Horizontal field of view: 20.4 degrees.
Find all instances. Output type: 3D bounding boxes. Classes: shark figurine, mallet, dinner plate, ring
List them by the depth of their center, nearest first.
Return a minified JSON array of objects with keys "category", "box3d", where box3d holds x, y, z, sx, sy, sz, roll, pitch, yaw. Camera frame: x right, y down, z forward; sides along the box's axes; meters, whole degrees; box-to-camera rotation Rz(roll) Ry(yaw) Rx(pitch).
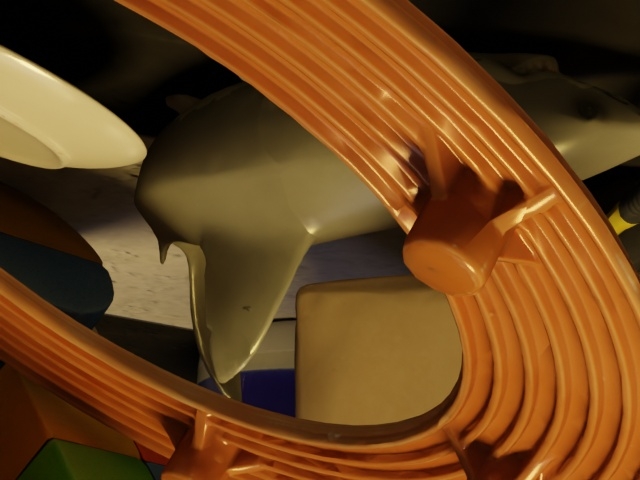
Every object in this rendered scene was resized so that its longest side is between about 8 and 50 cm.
[{"category":"ring","box3d":[-0.062,-0.001,0.514,0.336,0.032,0.336,24,151,14]},{"category":"dinner plate","box3d":[-0.126,-0.051,0.594,0.141,0.017,0.141,22,171,4]},{"category":"mallet","box3d":[0.101,-0.006,0.622,0.062,0.039,0.190,-30,174,-2]},{"category":"shark figurine","box3d":[-0.026,0.001,0.647,0.166,0.116,0.278,14,161,-25]}]

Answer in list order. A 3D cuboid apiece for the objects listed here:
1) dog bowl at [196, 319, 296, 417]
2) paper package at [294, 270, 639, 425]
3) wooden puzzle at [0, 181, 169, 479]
[{"category":"dog bowl","box3d":[0.050,0.129,1.111,0.265,0.104,0.265,6,165,1]},{"category":"paper package","box3d":[0.152,0.173,0.769,0.309,0.325,0.168,-4,174,29]},{"category":"wooden puzzle","box3d":[-0.166,0.046,0.681,0.322,0.080,0.348,21,-159,-45]}]
